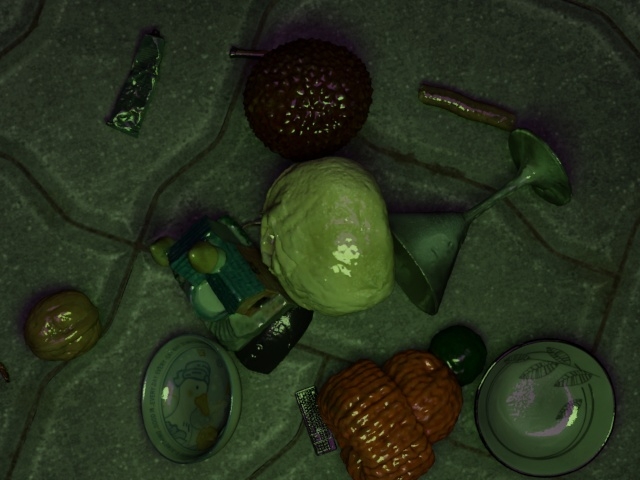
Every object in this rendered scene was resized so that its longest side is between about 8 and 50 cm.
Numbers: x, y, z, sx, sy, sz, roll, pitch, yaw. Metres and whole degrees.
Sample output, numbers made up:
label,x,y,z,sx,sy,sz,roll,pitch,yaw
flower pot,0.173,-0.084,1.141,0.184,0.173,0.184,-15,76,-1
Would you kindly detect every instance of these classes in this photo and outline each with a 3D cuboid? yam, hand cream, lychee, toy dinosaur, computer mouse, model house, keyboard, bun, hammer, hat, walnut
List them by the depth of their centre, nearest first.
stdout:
label,x,y,z,sx,sy,sz,roll,pitch,yaw
model house,-0.232,0.073,1.622,0.194,0.325,0.267,-38,74,5
bun,0.000,0.000,1.636,0.227,0.349,0.352,-14,64,-21
hat,0.210,0.362,1.713,0.400,0.285,0.285,-20,88,-17
lychee,-0.027,-0.306,1.714,0.276,0.304,0.275,-9,104,-39
walnut,-0.562,0.187,1.727,0.167,0.149,0.166,-10,111,-28
computer mouse,-0.103,0.198,1.778,0.122,0.073,0.217,41,89,2
hand cream,-0.412,-0.363,1.801,0.075,0.052,0.247,19,87,-1
keyboard,-0.010,0.411,1.803,0.053,0.010,0.155,-20,88,-5
toy dinosaur,-0.111,-0.058,1.806,0.180,0.037,0.058,-15,95,2
hammer,-0.110,-0.424,1.833,0.201,0.021,0.078,3,87,-2
yam,0.339,-0.307,1.835,0.241,0.057,0.056,18,87,-3

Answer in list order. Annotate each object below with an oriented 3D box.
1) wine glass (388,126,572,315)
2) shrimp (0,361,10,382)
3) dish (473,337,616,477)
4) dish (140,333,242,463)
label,x,y,z,sx,sy,sz,roll,pitch,yaw
wine glass,0.327,-0.057,1.727,0.406,0.267,0.267,-35,89,-7
shrimp,-0.742,0.330,1.767,0.091,0.025,0.127,5,84,-4
dish,0.493,0.368,1.782,0.317,0.106,0.316,0,89,-1
dish,-0.252,0.345,1.733,0.273,0.134,0.273,-8,76,36
